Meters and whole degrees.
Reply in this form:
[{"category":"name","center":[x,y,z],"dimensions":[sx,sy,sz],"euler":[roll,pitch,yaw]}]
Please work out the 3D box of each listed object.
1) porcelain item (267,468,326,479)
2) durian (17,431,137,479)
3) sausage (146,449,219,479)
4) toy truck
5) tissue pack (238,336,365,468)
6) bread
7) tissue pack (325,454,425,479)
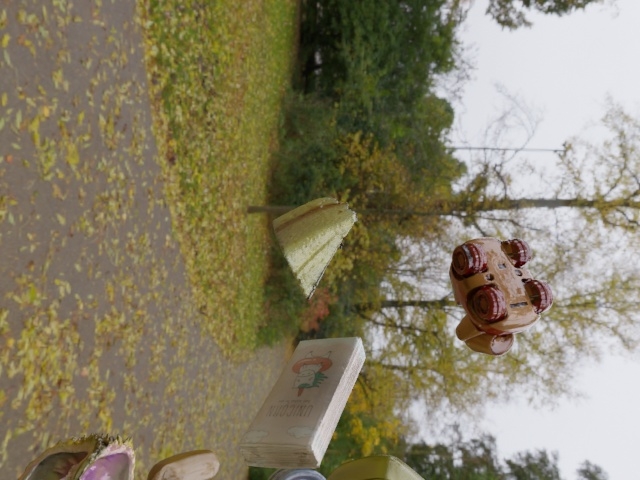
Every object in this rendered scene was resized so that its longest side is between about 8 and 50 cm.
[{"category":"porcelain item","center":[-0.051,0.568,1.163],"dimensions":[0.114,0.147,0.147],"euler":[134,-39,-67]},{"category":"durian","center":[-0.346,0.358,0.733],"dimensions":[0.132,0.165,0.183],"euler":[135,-39,-65]},{"category":"sausage","center":[-0.392,0.644,1.474],"dimensions":[0.328,0.112,0.112],"euler":[36,55,-67]},{"category":"toy truck","center":[0.405,0.137,1.299],"dimensions":[0.239,0.188,0.265],"euler":[113,-33,-55]},{"category":"tissue pack","center":[-0.027,0.331,1.134],"dimensions":[0.325,0.170,0.071],"euler":[-53,130,-55]},{"category":"bread","center":[0.000,0.000,1.193],"dimensions":[0.135,0.178,0.240],"euler":[65,-3,-21]},{"category":"tissue pack","center":[0.079,0.319,0.581],"dimensions":[0.178,0.123,0.127],"euler":[49,32,-19]}]
